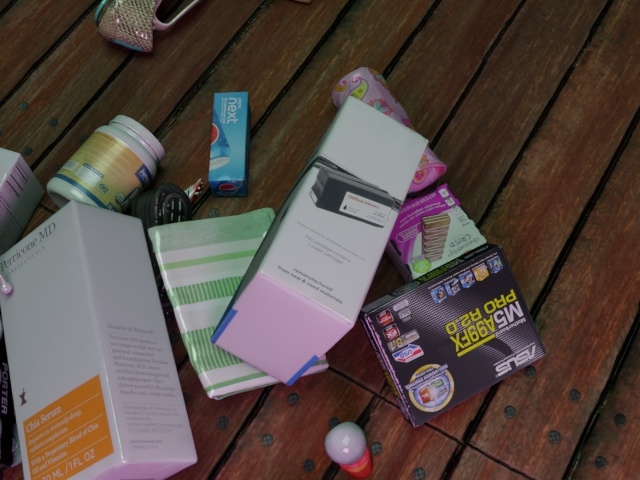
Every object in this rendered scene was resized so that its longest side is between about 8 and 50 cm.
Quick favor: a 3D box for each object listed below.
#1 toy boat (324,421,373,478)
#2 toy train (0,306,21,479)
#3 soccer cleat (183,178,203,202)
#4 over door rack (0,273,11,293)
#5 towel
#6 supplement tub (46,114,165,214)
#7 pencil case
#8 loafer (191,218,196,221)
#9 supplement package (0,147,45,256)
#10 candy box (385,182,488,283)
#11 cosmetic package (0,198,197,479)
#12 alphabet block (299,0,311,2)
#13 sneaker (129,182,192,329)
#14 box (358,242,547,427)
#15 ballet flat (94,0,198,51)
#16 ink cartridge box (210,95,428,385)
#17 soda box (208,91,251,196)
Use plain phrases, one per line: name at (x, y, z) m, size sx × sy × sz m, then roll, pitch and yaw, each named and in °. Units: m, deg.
toy boat at (0.012, 0.444, 1.254) m, size 0.267 × 0.148 × 0.318 m, roll 6°, pitch 59°, yaw 20°
toy train at (-0.606, 0.265, 1.394) m, size 0.190 × 0.142 × 0.334 m, roll -14°, pitch 63°, yaw 6°
soccer cleat at (-0.260, -0.090, 1.611) m, size 0.035 × 0.029 × 0.083 m, roll 25°, pitch 72°, yaw 9°
over door rack at (-0.639, 0.130, 1.351) m, size 0.239 × 0.108 × 0.324 m, roll -16°, pitch 62°, yaw 22°
towel at (-0.140, 0.102, 1.437) m, size 0.248 × 0.038 × 0.325 m, roll -10°, pitch 69°, yaw -29°
supplement tub at (-0.408, -0.128, 1.570) m, size 0.144 × 0.144 × 0.200 m, roll 30°, pitch 69°, yaw 16°
pencil case at (0.130, -0.206, 1.605) m, size 0.124 × 0.124 × 0.284 m, roll -26°, pitch 66°, yaw -10°
loafer at (-0.250, -0.018, 1.561) m, size 0.148 × 0.050 × 0.056 m, roll 29°, pitch 68°, yaw 15°
supplement package at (-0.673, -0.070, 1.548) m, size 0.194 × 0.149 × 0.203 m, roll 17°, pitch 65°, yaw 10°
candy box at (0.224, 0.029, 1.507) m, size 0.159 × 0.071 × 0.233 m, roll -27°, pitch 66°, yaw -10°
cosmetic package at (-0.381, 0.189, 1.350) m, size 0.230 × 0.161 × 0.453 m, roll -33°, pitch 61°, yaw 25°
alphabet block at (-0.090, -0.671, 1.804) m, size 0.197 × 0.192 × 0.193 m, roll 16°, pitch 67°, yaw 9°
sneaker at (-0.314, 0.041, 1.514) m, size 0.130 × 0.109 × 0.286 m, roll -5°, pitch 73°, yaw 40°
box at (0.224, 0.157, 1.391) m, size 0.270 × 0.060 × 0.216 m, roll -26°, pitch 99°, yaw -10°
ballet flat at (-0.323, -0.618, 1.825) m, size 0.182 × 0.164 × 0.483 m, roll 26°, pitch 72°, yaw -9°
ink cartridge box at (0.000, 0.000, 1.360) m, size 0.166 × 0.285 × 0.395 m, roll 30°, pitch 55°, yaw -6°
soda box at (-0.180, -0.193, 1.637) m, size 0.071 × 0.067 × 0.210 m, roll -1°, pitch 63°, yaw 2°
